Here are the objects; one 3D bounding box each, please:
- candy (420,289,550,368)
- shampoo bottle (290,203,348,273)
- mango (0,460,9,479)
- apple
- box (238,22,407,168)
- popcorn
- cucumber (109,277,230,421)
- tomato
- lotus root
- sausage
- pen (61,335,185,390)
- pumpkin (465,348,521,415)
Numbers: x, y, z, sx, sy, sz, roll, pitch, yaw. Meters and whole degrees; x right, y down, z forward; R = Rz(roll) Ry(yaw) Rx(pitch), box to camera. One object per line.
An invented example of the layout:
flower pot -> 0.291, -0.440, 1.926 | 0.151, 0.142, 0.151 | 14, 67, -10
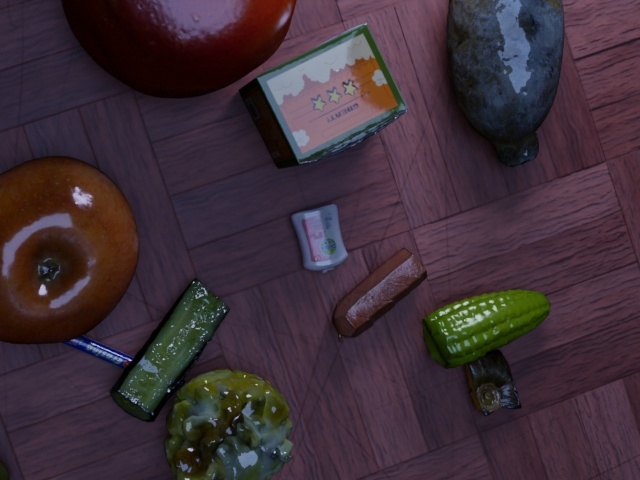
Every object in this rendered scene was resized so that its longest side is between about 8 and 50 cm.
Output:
candy -> 0.257, 0.125, 2.018 | 0.209, 0.097, 0.096 | -18, 94, -18
shampoo bottle -> 0.000, 0.000, 1.987 | 0.072, 0.043, 0.099 | -14, 93, -10
mango -> -0.556, 0.290, 1.855 | 0.267, 0.111, 0.133 | 31, 74, -15
apple -> -0.382, 0.019, 1.835 | 0.272, 0.206, 0.251 | -27, 99, -10
box -> 0.002, -0.199, 1.907 | 0.177, 0.195, 0.148 | -27, 95, -10
popcorn -> -0.137, 0.286, 1.897 | 0.198, 0.212, 0.198 | 5, 106, 19
cucumber -> -0.217, 0.160, 1.932 | 0.078, 0.062, 0.211 | 37, 65, -6
tomato -> -0.200, -0.358, 1.827 | 0.290, 0.293, 0.325 | -41, 107, -19
lotus root -> 0.276, -0.282, 1.976 | 0.175, 0.175, 0.349 | -3, 92, -11
sausage -> 0.080, 0.086, 1.997 | 0.169, 0.065, 0.065 | -40, 98, -8
pen -> -0.294, 0.174, 1.944 | 0.204, 0.025, 0.025 | 25, 87, -10
pumpkin -> 0.262, 0.220, 2.049 | 0.073, 0.035, 0.101 | -16, 91, -21
